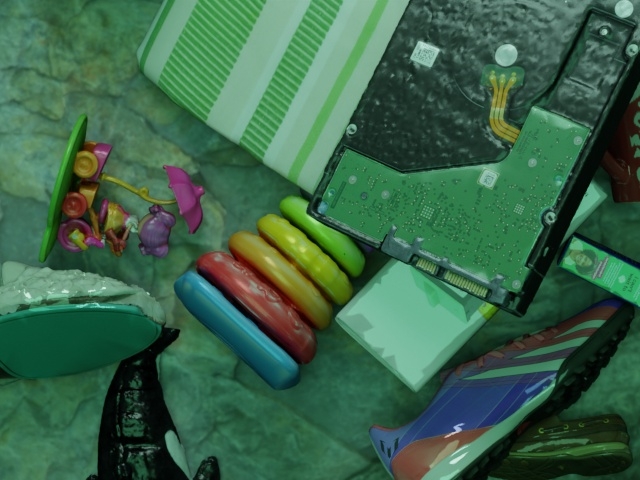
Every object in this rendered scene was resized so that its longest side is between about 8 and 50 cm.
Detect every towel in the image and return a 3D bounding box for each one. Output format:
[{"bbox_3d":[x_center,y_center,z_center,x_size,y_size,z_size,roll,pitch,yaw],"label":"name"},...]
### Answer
[{"bbox_3d":[-0.033,-0.209,1.865,0.325,0.038,0.247,33,102,24],"label":"towel"}]

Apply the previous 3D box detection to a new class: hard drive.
[{"bbox_3d":[0.163,-0.125,1.697,0.237,0.064,0.339,25,87,22],"label":"hard drive"}]

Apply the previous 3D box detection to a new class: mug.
[{"bbox_3d":[0.326,-0.125,1.848,0.150,0.113,0.169,-8,95,-4],"label":"mug"}]

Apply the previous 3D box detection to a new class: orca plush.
[{"bbox_3d":[-0.187,0.237,1.923,0.151,0.102,0.287,10,93,7],"label":"orca plush"}]

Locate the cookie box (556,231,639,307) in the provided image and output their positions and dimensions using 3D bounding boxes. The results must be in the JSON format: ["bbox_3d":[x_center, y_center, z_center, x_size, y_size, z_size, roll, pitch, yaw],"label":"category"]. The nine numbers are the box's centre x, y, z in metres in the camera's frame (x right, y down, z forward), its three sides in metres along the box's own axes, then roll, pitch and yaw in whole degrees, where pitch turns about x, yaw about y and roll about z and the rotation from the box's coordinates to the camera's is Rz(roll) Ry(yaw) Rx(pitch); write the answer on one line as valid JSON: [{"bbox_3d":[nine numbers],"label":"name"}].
[{"bbox_3d":[0.306,0.032,1.863,0.107,0.092,0.040,26,97,6],"label":"cookie box"}]

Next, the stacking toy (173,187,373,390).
[{"bbox_3d":[0.000,0.000,1.883,0.166,0.175,0.302,42,84,6],"label":"stacking toy"}]

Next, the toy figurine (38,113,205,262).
[{"bbox_3d":[-0.209,-0.033,1.922,0.159,0.130,0.173,17,106,-3],"label":"toy figurine"}]

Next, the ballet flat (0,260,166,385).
[{"bbox_3d":[-0.375,0.091,1.933,0.409,0.147,0.147,-16,90,7],"label":"ballet flat"}]

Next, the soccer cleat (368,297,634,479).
[{"bbox_3d":[0.195,0.149,1.848,0.318,0.108,0.116,-40,69,-13],"label":"soccer cleat"}]

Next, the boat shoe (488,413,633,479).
[{"bbox_3d":[0.245,0.220,1.898,0.178,0.064,0.060,-5,57,11],"label":"boat shoe"}]

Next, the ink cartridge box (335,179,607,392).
[{"bbox_3d":[0.157,0.015,1.825,0.117,0.201,0.278,44,96,4],"label":"ink cartridge box"}]
